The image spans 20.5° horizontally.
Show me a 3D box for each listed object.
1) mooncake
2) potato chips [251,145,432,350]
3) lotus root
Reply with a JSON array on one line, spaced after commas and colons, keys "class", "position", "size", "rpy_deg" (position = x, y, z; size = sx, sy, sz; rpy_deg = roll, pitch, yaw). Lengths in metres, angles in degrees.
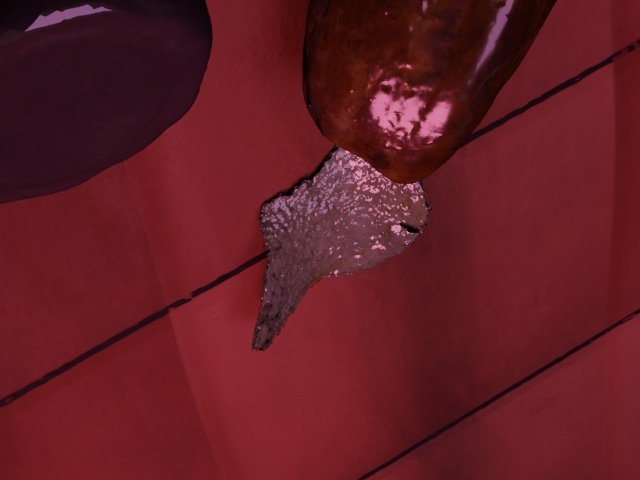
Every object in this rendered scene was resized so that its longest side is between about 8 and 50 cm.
[{"class": "mooncake", "position": [-0.193, -0.127, 1.178], "size": [0.245, 0.133, 0.245], "rpy_deg": [-15, 161, -6]}, {"class": "potato chips", "position": [0.003, 0.007, 1.638], "size": [0.228, 0.059, 0.167], "rpy_deg": [-38, 141, 10]}, {"class": "lotus root", "position": [0.088, -0.195, 1.385], "size": [0.193, 0.193, 0.291], "rpy_deg": [-8, 139, -38]}]
